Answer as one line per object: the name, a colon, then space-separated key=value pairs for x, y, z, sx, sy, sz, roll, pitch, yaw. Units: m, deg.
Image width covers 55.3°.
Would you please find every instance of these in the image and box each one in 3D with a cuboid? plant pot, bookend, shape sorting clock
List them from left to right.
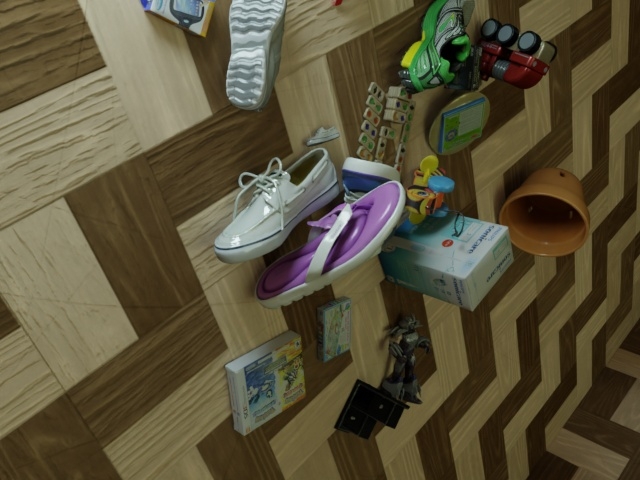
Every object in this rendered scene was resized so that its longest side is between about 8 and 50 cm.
bookend: x=0.146 y=0.503 z=1.738 sx=0.072 sy=0.156 sz=0.157 roll=36 pitch=79 yaw=-46
shape sorting clock: x=0.395 y=-0.332 z=1.739 sx=0.206 sy=0.040 sz=0.206 roll=-20 pitch=136 yaw=-20
plant pot: x=0.784 y=-0.115 z=2.106 sx=0.203 sy=0.291 sz=0.291 roll=-60 pitch=139 yaw=-37

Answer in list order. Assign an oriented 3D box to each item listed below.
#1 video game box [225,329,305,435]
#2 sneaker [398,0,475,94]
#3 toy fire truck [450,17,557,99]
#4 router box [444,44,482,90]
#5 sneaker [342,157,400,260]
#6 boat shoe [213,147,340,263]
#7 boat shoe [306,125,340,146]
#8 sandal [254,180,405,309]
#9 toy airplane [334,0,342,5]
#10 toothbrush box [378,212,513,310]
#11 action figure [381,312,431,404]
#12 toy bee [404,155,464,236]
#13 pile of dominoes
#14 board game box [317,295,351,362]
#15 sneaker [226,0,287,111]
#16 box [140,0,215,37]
video game box: x=-0.128 y=0.344 z=1.484 sx=0.205 sy=0.048 sz=0.187 roll=-24 pitch=123 yaw=-38
sneaker: x=0.335 y=-0.509 z=1.567 sx=0.134 sy=0.146 sz=0.343 roll=49 pitch=57 yaw=-42
toy fire truck: x=0.505 y=-0.482 z=1.734 sx=0.158 sy=0.217 sz=0.246 roll=7 pitch=115 yaw=-41
router box: x=0.396 y=-0.480 z=1.693 sx=0.038 sy=0.092 sz=0.122 roll=-16 pitch=115 yaw=-42
sneaker: x=0.105 y=-0.050 z=1.457 sx=0.323 sy=0.130 sz=0.236 roll=33 pitch=71 yaw=-76
boat shoe: x=-0.095 y=-0.101 z=1.296 sx=0.367 sy=0.136 sz=0.156 roll=-37 pitch=128 yaw=-35
boat shoe: x=0.002 y=-0.245 z=1.422 sx=0.100 sy=0.035 sz=0.035 roll=-24 pitch=93 yaw=-34
sandal: x=0.003 y=0.009 z=1.302 sx=0.416 sy=0.169 sz=0.102 roll=-39 pitch=125 yaw=17
toy airplane: x=0.077 y=-0.586 z=1.345 sx=0.151 sy=0.028 sz=0.151 roll=-58 pitch=174 yaw=-10
toothbrush box: x=0.340 y=0.041 z=1.671 sx=0.216 sy=0.295 sz=0.126 roll=-43 pitch=131 yaw=-26
action figure: x=0.262 y=0.355 z=1.850 sx=0.185 sy=0.099 sz=0.285 roll=-4 pitch=103 yaw=-40
toy bee: x=0.274 y=-0.129 z=1.622 sx=0.162 sy=0.298 sz=0.195 roll=7 pitch=100 yaw=-3
pile of dominoes: x=0.180 y=-0.271 z=1.585 sx=0.196 sy=0.040 sz=0.251 roll=2 pitch=102 yaw=-46
board game box: x=0.037 y=0.236 z=1.627 sx=0.103 sy=0.026 sz=0.154 roll=-18 pitch=116 yaw=-41
sneaker: x=-0.126 y=-0.392 z=1.215 sx=0.115 sy=0.105 sz=0.281 roll=14 pitch=90 yaw=-81
box: x=-0.256 y=-0.429 z=1.095 sx=0.136 sy=0.028 sz=0.081 roll=12 pitch=95 yaw=-49
